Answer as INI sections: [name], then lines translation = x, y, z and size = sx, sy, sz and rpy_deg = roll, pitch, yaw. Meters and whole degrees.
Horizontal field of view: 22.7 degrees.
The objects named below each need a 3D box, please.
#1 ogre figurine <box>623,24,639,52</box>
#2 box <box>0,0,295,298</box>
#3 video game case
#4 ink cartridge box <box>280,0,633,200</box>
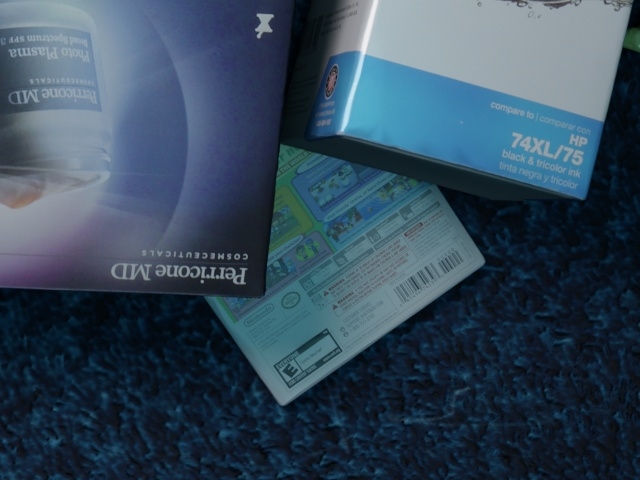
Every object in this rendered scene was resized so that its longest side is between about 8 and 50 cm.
[ogre figurine]
translation = 0.314, -0.203, 1.316
size = 0.197, 0.097, 0.118
rpy_deg = 16, 106, -1
[box]
translation = -0.178, -0.124, 1.140
size = 0.296, 0.183, 0.294
rpy_deg = 2, 108, -13
[video game case]
translation = 0.000, 0.000, 1.320
size = 0.212, 0.023, 0.193
rpy_deg = -35, 102, -4
[ink cartridge box]
translation = 0.109, -0.183, 1.213
size = 0.197, 0.198, 0.270
rpy_deg = 14, 89, -14
